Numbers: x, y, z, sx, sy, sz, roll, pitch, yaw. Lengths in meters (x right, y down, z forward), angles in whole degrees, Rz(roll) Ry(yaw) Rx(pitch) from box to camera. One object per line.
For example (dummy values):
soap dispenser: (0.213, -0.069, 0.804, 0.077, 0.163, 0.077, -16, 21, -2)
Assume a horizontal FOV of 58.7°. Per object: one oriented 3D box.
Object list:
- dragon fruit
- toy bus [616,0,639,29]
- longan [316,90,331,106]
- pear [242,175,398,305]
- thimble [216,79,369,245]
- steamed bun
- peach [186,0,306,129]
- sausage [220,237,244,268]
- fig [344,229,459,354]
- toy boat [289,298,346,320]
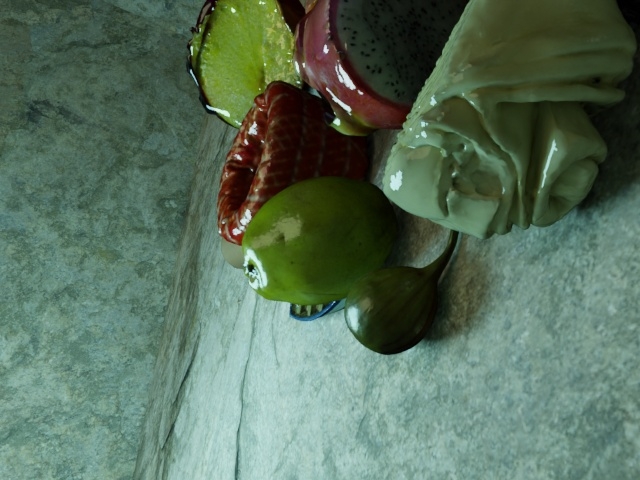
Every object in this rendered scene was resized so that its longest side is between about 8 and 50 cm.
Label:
dragon fruit: (0.090, -0.293, 0.889, 0.189, 0.290, 0.291, -21, 55, 62)
toy bus: (0.332, -0.255, 0.567, 0.076, 0.073, 0.167, -69, 22, 8)
longan: (0.069, -0.342, 1.085, 0.198, 0.198, 0.212, -45, 10, 47)
pear: (0.000, 0.000, 0.932, 0.213, 0.269, 0.212, 60, 165, 28)
thimble: (-0.066, -0.133, 1.188, 0.350, 0.230, 0.351, -43, 37, 46)
steamed bun: (0.209, -0.139, 0.613, 0.289, 0.203, 0.276, -64, -1, 18)
peach: (-0.182, -0.514, 1.612, 0.353, 0.338, 0.417, 63, -146, -67)
sausage: (-0.163, 0.000, 1.447, 0.252, 0.123, 0.123, -19, 56, 61)
fig: (0.134, 0.055, 0.796, 0.236, 0.124, 0.124, -48, 24, -3)
toy boat: (0.001, 0.115, 1.087, 0.228, 0.045, 0.080, -24, 52, 60)
